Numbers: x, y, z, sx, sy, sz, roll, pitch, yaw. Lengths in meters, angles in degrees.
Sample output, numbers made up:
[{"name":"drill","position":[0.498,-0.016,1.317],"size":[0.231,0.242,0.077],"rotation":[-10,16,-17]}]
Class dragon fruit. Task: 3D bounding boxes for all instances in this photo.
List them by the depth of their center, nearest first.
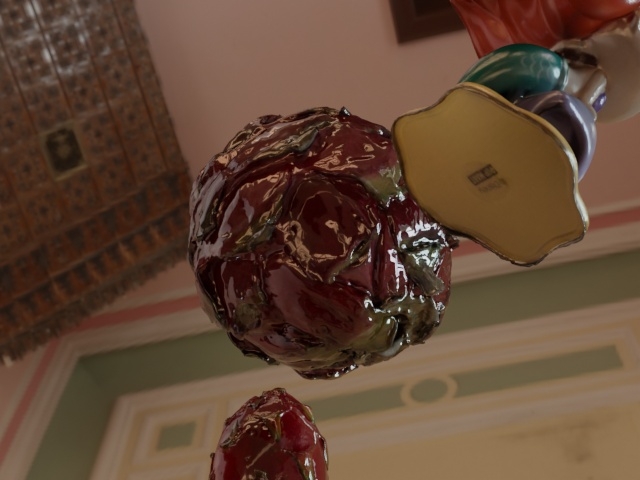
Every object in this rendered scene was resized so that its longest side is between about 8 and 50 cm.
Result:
[{"name":"dragon fruit","position":[-0.029,0.206,0.731],"size":[0.094,0.191,0.094],"rotation":[-13,168,-3]},{"name":"dragon fruit","position":[-0.003,0.002,1.126],"size":[0.329,0.329,0.329],"rotation":[-12,-154,6]}]

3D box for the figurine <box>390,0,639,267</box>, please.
[{"name":"figurine","position":[0.180,-0.135,0.730],"size":[0.208,0.181,0.257],"rotation":[26,-122,27]}]
